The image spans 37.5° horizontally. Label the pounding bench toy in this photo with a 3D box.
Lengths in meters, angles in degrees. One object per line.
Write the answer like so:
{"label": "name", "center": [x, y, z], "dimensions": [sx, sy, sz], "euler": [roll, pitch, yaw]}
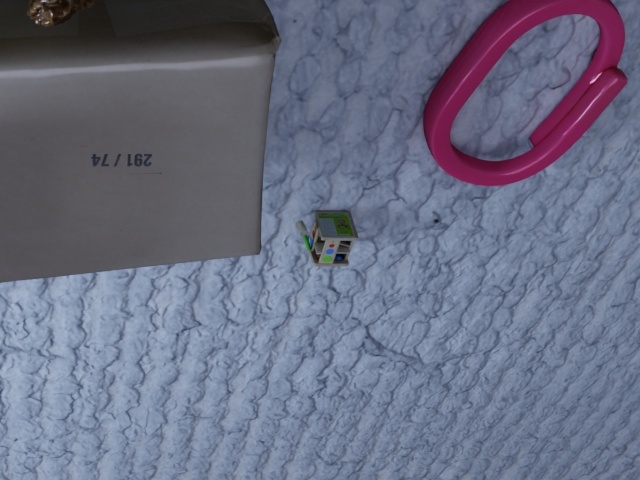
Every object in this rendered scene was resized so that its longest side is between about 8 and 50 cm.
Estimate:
{"label": "pounding bench toy", "center": [0.000, 0.000, 1.297], "dimensions": [0.083, 0.052, 0.065], "euler": [1, 136, -18]}

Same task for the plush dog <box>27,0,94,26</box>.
{"label": "plush dog", "center": [-0.280, -0.279, 0.808], "dimensions": [0.225, 0.263, 0.210], "euler": [4, 169, -8]}

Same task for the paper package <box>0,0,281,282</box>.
{"label": "paper package", "center": [-0.223, -0.119, 1.011], "dimensions": [0.324, 0.168, 0.310], "euler": [-6, 137, -13]}

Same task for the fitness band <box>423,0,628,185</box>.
{"label": "fitness band", "center": [0.256, -0.189, 1.180], "dimensions": [0.209, 0.054, 0.291], "euler": [16, 128, -28]}
